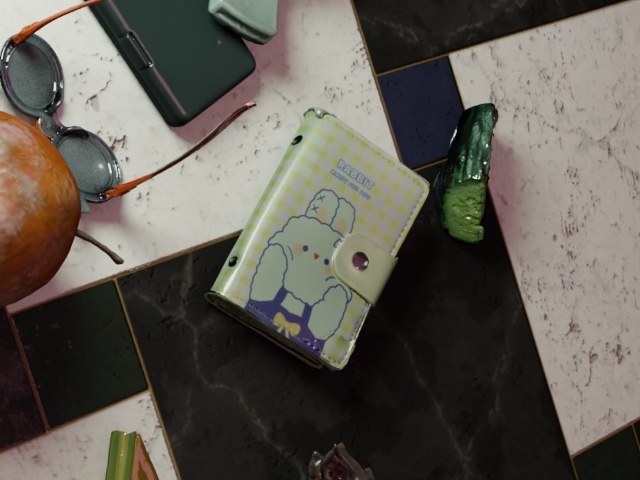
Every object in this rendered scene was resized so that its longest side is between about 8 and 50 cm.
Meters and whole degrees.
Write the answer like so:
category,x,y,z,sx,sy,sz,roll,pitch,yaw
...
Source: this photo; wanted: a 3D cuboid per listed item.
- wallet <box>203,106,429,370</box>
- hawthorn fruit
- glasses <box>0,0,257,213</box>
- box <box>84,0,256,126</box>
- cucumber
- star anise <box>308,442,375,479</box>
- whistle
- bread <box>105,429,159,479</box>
category,x,y,z,sx,sy,sz,roll,pitch,yaw
wallet,0.000,0.000,1.921,0.223,0.077,0.309,36,66,-22
hawthorn fruit,-0.387,-0.036,1.582,0.231,0.263,0.235,-25,88,-2
glasses,-0.240,-0.177,1.668,0.234,0.268,0.118,61,37,-10
box,-0.195,-0.278,1.838,0.160,0.050,0.230,-42,108,-32
cucumber,0.218,-0.104,2.088,0.115,0.086,0.193,70,35,-64
star anise,0.036,0.377,1.870,0.283,0.129,0.212,22,77,-40
whistle,-0.058,-0.417,1.880,0.163,0.163,0.289,26,49,-30
bread,-0.213,0.305,1.729,0.084,0.074,0.139,13,74,-33
